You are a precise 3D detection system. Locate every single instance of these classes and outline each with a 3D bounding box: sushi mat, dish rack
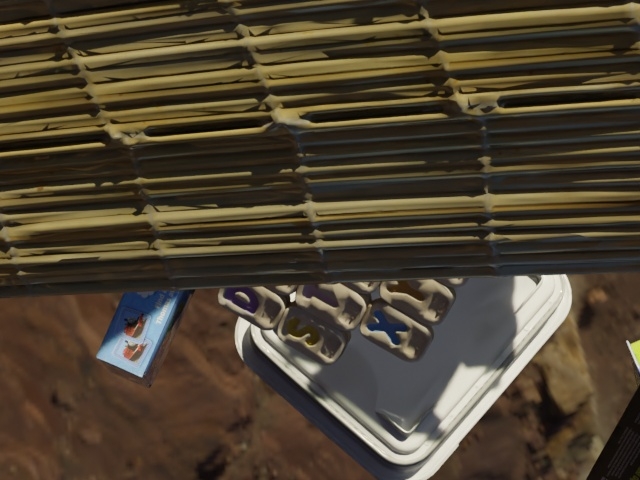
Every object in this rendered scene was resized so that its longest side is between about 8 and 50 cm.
[{"bbox_3d":[-0.015,-0.042,0.525,0.316,0.019,0.151,-3,126,21],"label":"sushi mat"},{"bbox_3d":[0.098,0.075,1.670,0.333,0.285,0.072,-47,168,-16],"label":"dish rack"}]

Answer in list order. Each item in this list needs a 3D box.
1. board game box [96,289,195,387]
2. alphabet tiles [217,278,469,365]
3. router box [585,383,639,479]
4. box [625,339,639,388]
[{"bbox_3d":[-0.093,-0.004,1.025,0.039,0.160,0.211,22,80,-2],"label":"board game box"},{"bbox_3d":[0.000,0.000,1.391,0.278,0.021,0.284,31,133,5],"label":"alphabet tiles"},{"bbox_3d":[0.181,0.072,0.716,0.092,0.038,0.122,-43,159,-31],"label":"router box"},{"bbox_3d":[0.346,0.162,1.462,0.042,0.109,0.178,-24,155,6],"label":"box"}]
